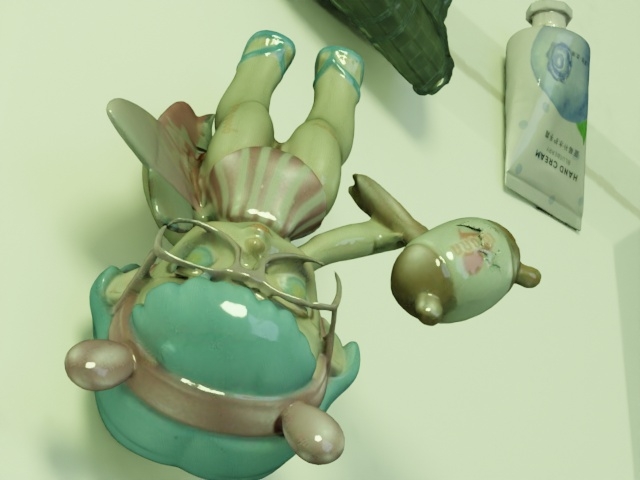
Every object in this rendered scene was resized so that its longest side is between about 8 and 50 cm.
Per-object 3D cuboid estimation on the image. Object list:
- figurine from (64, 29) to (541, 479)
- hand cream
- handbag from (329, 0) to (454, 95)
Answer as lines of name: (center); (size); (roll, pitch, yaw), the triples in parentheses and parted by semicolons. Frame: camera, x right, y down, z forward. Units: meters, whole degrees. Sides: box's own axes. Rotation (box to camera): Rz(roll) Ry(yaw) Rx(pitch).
figurine: (-0.011, 0.006, 0.791); (0.205, 0.103, 0.260); (24, 39, -9)
hand cream: (0.144, -0.085, 1.139); (0.084, 0.053, 0.142); (27, 57, -43)
handbag: (0.027, -0.221, 1.050); (0.175, 0.088, 0.270); (44, 36, -38)
